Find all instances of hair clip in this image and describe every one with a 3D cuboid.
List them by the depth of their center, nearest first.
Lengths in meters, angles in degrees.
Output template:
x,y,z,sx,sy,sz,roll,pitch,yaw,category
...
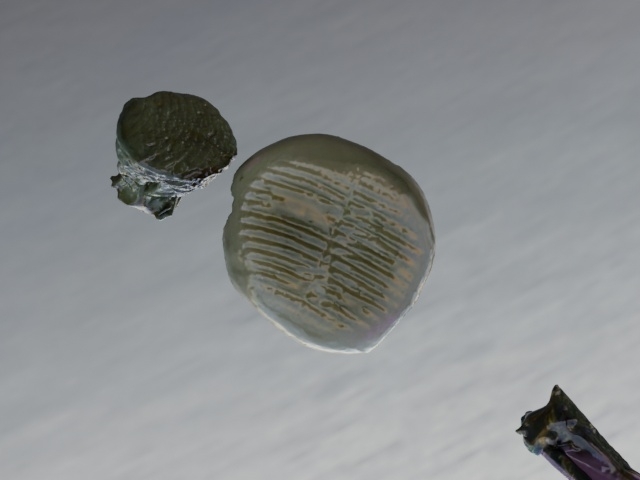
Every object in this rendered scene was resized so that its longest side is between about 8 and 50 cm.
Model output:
x,y,z,sx,sy,sz,roll,pitch,yaw,category
0.407,0.317,2.316,0.095,0.359,0.110,-52,163,-2,hair clip

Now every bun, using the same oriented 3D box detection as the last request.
x,y,z,sx,sy,sz,roll,pitch,yaw,category
0.000,0.000,1.588,0.178,0.193,0.128,-64,-172,-2,bun

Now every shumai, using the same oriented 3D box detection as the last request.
x,y,z,sx,sy,sz,roll,pitch,yaw,category
-0.137,-0.069,1.597,0.124,0.099,0.087,-20,151,-44,shumai
